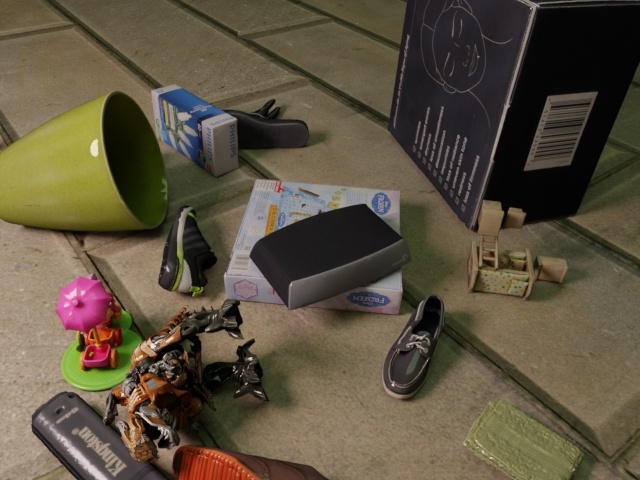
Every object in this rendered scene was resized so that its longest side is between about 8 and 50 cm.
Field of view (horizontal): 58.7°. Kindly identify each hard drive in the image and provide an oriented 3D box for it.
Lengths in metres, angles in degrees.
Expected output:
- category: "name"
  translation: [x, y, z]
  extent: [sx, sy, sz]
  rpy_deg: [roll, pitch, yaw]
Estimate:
- category: "hard drive"
  translation: [0.019, 0.017, 1.015]
  extent: [0.254, 0.054, 0.172]
  rpy_deg: [-20, 45, -24]

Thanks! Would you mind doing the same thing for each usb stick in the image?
- category: "usb stick"
  translation: [-0.285, 0.297, 0.758]
  extent: [0.278, 0.045, 0.077]
  rpy_deg: [28, 55, 29]

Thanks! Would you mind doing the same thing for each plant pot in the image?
- category: "plant pot"
  translation: [-0.501, -0.130, 1.140]
  extent: [0.293, 0.275, 0.275]
  rpy_deg: [-11, 38, 6]

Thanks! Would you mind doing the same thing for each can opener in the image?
- category: "can opener"
  translation: [-0.153, -0.340, 1.561]
  extent: [0.073, 0.059, 0.186]
  rpy_deg: [-12, 22, 25]

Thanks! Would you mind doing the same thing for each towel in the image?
- category: "towel"
  translation: [0.287, 0.296, 0.809]
  extent: [0.148, 0.027, 0.110]
  rpy_deg: [28, 44, 29]

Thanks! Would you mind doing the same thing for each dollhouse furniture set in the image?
- category: "dollhouse furniture set"
  translation: [0.376, 0.024, 1.046]
  extent: [0.181, 0.161, 0.101]
  rpy_deg: [7, 39, 7]

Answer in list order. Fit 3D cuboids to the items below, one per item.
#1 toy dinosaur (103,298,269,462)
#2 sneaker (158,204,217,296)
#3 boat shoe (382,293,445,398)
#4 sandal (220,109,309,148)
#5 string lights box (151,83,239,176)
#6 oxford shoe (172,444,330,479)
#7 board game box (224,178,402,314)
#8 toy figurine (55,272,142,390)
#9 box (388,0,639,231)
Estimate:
- category: "toy dinosaur"
  translation: [-0.209, 0.177, 0.841]
  extent: [0.218, 0.164, 0.322]
  rpy_deg: [-19, 45, -2]
- category: "sneaker"
  translation: [-0.249, 0.026, 1.097]
  extent: [0.097, 0.084, 0.235]
  rpy_deg: [18, 36, -19]
- category: "boat shoe"
  translation: [0.155, 0.166, 0.933]
  extent: [0.075, 0.065, 0.206]
  rpy_deg: [19, 42, 19]
- category: "sandal"
  translation: [-0.158, -0.284, 1.463]
  extent: [0.254, 0.097, 0.055]
  rpy_deg: [7, 38, -13]
- category: "string lights box"
  translation: [-0.309, -0.276, 1.405]
  extent: [0.076, 0.133, 0.259]
  rpy_deg: [-29, 48, -35]
- category: "oxford shoe"
  translation: [-0.068, 0.325, 0.727]
  extent: [0.271, 0.097, 0.098]
  rpy_deg: [14, 6, 24]
- category: "board game box"
  translation: [0.000, 0.000, 1.130]
  extent: [0.317, 0.066, 0.319]
  rpy_deg: [5, 39, 4]
- category: "toy figurine"
  translation: [-0.351, 0.116, 0.892]
  extent: [0.130, 0.159, 0.173]
  rpy_deg: [-2, 38, -6]
- category: "box"
  translation: [0.393, -0.359, 1.273]
  extent: [0.297, 0.480, 0.472]
  rpy_deg: [-9, 40, -17]
